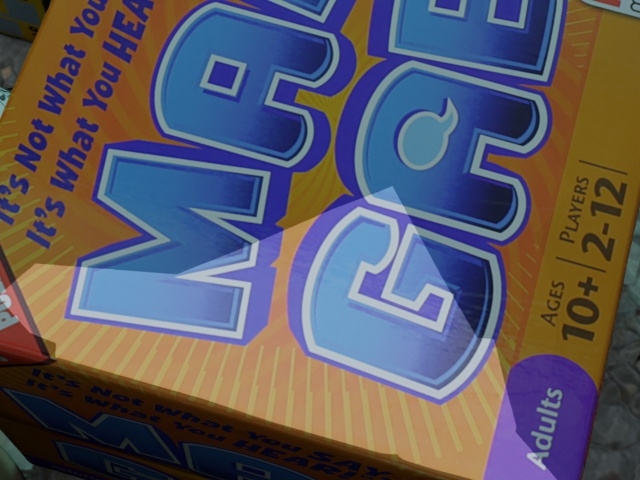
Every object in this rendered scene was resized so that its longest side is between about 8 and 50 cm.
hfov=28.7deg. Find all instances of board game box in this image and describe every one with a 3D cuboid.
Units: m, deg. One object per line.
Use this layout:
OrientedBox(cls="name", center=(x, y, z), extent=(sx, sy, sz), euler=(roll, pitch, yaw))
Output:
OrientedBox(cls="board game box", center=(0.000, 0.000, 0.853), extent=(0.356, 0.356, 0.356), euler=(16, 69, 4))

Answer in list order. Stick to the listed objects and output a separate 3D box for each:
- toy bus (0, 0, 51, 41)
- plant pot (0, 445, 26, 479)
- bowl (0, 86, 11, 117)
OrientedBox(cls="toy bus", center=(-0.200, -0.337, 1.116), extent=(0.130, 0.108, 0.332), euler=(16, 69, 6))
OrientedBox(cls="plant pot", center=(-0.366, 0.200, 0.838), extent=(0.263, 0.263, 0.229), euler=(34, 89, 11))
OrientedBox(cls="bowl", center=(-0.299, -0.071, 1.018), extent=(0.170, 0.080, 0.170), euler=(1, 67, -1))
